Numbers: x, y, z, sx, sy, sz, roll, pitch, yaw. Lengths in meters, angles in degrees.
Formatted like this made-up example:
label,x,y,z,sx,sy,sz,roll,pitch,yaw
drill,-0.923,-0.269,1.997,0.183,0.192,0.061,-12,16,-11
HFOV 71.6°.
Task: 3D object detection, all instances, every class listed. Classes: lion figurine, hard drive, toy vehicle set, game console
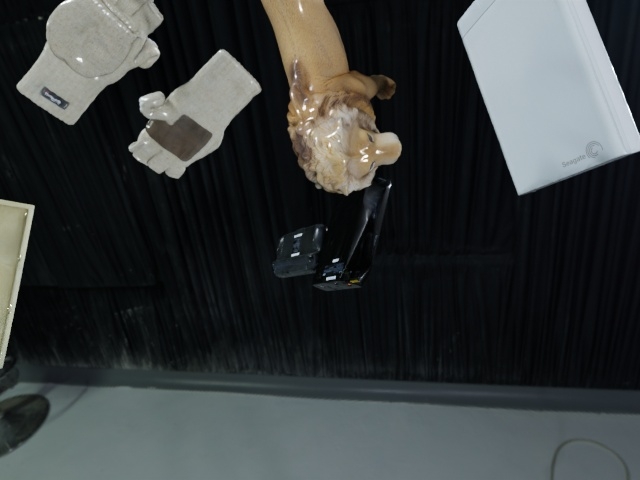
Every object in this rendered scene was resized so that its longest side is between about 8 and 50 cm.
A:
label,x,y,z,sx,sy,sz,roll,pitch,yaw
lion figurine,-0.005,-0.259,0.584,0.142,0.392,0.240,-20,10,34
hard drive,0.354,-0.271,0.733,0.047,0.353,0.233,-17,-5,-14
toy vehicle set,-0.546,0.061,0.656,0.035,0.266,0.166,7,-4,38
game console,0.000,0.000,0.907,0.361,0.044,0.213,-15,54,57

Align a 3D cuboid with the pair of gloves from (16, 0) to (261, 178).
label,x,y,z,sx,sy,sz,roll,pitch,yaw
pair of gloves,-0.224,-0.200,0.573,0.204,0.240,0.042,-43,35,25
